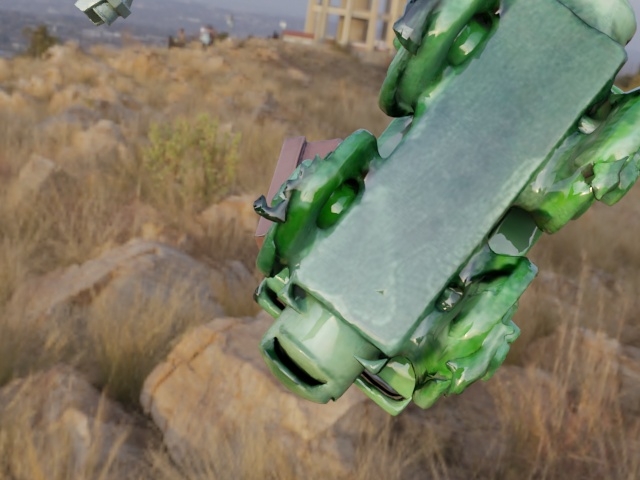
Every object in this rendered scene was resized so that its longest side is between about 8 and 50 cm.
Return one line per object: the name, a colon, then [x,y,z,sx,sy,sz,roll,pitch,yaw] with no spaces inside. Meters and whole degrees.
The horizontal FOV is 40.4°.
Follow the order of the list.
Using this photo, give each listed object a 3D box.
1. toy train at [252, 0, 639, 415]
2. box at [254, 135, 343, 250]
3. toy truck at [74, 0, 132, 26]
toy train: [0.066,-0.020,0.452,0.132,0.243,0.188,38,-2,8]
box: [0.000,0.000,1.181,0.086,0.215,0.215,-5,40,16]
toy truck: [-0.292,-0.382,1.039,0.256,0.140,0.108,47,0,10]
